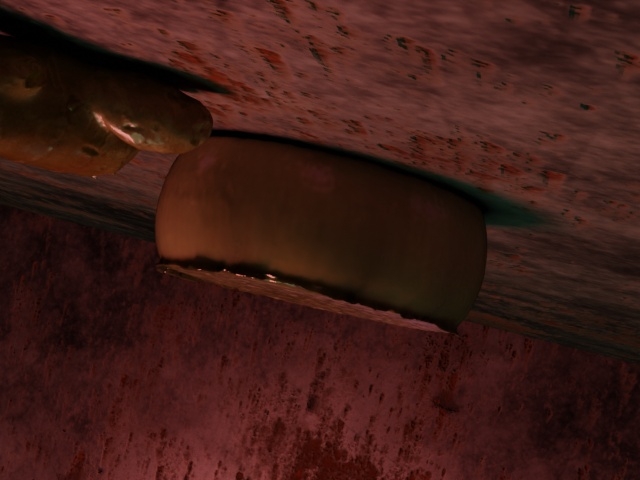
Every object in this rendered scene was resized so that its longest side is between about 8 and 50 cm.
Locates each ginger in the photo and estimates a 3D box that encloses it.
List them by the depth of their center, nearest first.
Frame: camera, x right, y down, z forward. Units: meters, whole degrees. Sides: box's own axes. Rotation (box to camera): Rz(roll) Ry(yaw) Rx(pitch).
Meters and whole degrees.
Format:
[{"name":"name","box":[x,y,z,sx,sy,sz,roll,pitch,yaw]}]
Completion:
[{"name":"ginger","box":[-0.177,-0.083,0.787,0.206,0.081,0.115,10,-169,-27]}]

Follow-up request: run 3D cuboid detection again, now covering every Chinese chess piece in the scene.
[{"name":"Chinese chess piece","box":[0.000,0.000,1.028,0.270,0.112,0.270,13,175,1]}]
